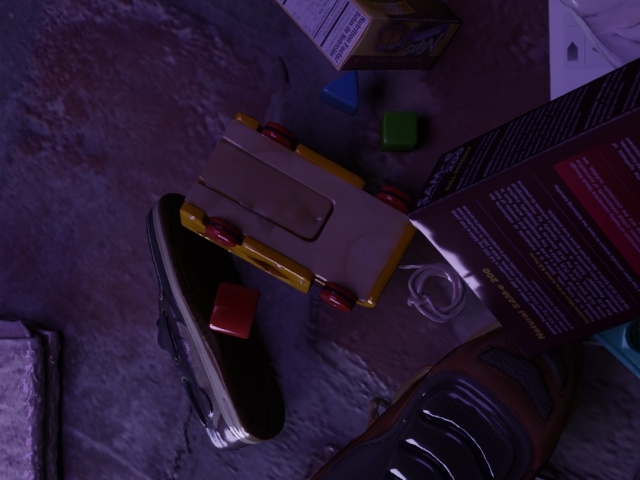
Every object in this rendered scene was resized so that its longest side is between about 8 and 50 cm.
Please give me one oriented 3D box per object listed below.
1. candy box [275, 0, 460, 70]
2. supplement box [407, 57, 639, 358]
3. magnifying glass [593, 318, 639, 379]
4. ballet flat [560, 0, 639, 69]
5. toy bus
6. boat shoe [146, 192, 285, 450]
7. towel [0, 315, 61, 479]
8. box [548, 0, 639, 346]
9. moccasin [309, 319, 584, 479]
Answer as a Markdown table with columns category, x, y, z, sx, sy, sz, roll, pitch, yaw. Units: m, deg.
| category | x | y | z | sx | sy | sz | roll | pitch | yaw |
| --- | --- | --- | --- | --- | --- | --- | --- | --- | --- |
| candy box | 0.006 | -0.204 | 1.186 | 0.186 | 0.109 | 0.053 | 51 | 124 | 25 |
| supplement box | 0.185 | -0.028 | 0.933 | 0.239 | 0.073 | 0.130 | -25 | 114 | 40 |
| magnifying glass | 0.213 | 0.069 | 1.018 | 0.092 | 0.026 | 0.231 | -34 | 74 | 39 |
| ballet flat | 0.166 | -0.210 | 0.962 | 0.139 | 0.139 | 0.400 | -43 | 67 | 35 |
| toy bus | -0.008 | -0.010 | 1.218 | 0.104 | 0.191 | 0.202 | 111 | 144 | -79 |
| boat shoe | -0.104 | 0.072 | 1.328 | 0.073 | 0.080 | 0.223 | -29 | 80 | 34 |
| towel | -0.327 | 0.209 | 1.555 | 0.187 | 0.049 | 0.282 | 5 | 98 | 41 |
| box | 0.257 | -0.087 | 1.017 | 0.232 | 0.058 | 0.322 | 2 | 94 | 41 |
| moccasin | 0.066 | 0.178 | 1.157 | 0.139 | 0.147 | 0.380 | 41 | 133 | 13 |
